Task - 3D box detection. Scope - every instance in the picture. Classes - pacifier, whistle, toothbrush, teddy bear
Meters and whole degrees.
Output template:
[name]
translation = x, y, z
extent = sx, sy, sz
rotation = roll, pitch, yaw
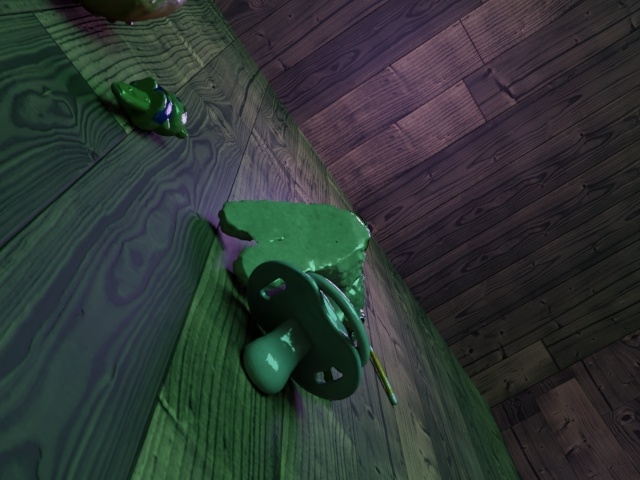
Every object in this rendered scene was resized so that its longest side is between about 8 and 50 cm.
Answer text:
[pacifier]
translation = -0.051, 0.172, 1.142
extent = 0.207, 0.227, 0.278
rotation = -33, 91, -40
[whistle]
translation = -0.318, -0.253, 1.263
extent = 0.105, 0.085, 0.227
rotation = 56, 10, 13
[toothbrush]
translation = 0.155, 0.334, 1.908
extent = 0.288, 0.024, 0.021
rotation = 64, 11, 30
[teddy bear]
translation = -0.045, 0.094, 1.480
extent = 0.362, 0.376, 0.327
rotation = 112, -37, -48

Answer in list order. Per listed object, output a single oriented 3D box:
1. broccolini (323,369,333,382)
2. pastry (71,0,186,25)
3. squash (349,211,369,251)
[broccolini]
translation = -0.001, 0.214, 1.335
extent = 0.057, 0.072, 0.254
rotation = -97, 178, -55
[pastry]
translation = -0.421, -0.615, 1.321
extent = 0.409, 0.245, 0.409
rotation = 48, 30, -40
[squash]
translation = 0.000, 0.000, 1.756
extent = 0.247, 0.132, 0.132
rotation = -11, 65, -41
